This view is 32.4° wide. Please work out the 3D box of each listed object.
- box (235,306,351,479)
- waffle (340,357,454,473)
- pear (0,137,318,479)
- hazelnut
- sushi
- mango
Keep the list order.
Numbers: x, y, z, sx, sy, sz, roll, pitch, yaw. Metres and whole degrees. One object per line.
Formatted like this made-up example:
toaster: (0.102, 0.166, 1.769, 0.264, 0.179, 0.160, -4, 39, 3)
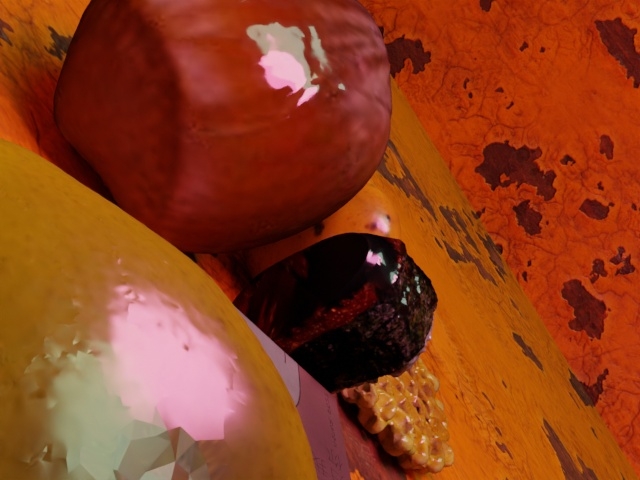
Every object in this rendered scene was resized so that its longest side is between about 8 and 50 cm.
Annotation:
box: (-0.064, 0.182, 1.012, 0.215, 0.086, 0.215, 45, 19, -31)
waffle: (0.092, 0.190, 1.492, 0.283, 0.065, 0.309, 62, 14, 17)
pear: (-0.126, 0.121, 0.540, 0.340, 0.191, 0.386, -27, 94, -48)
hazelnut: (-0.099, -0.159, 1.178, 0.372, 0.372, 0.315, 62, -19, 23)
sushi: (0.010, 0.085, 1.163, 0.126, 0.225, 0.136, 42, 29, -33)
mango: (0.000, 0.000, 1.323, 0.160, 0.191, 0.290, 16, -2, -25)
